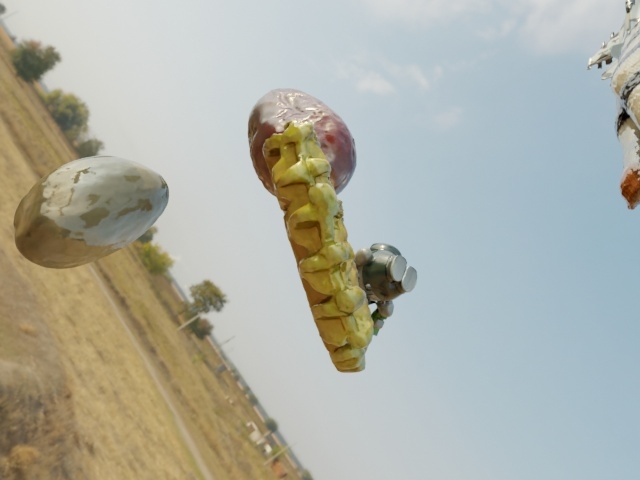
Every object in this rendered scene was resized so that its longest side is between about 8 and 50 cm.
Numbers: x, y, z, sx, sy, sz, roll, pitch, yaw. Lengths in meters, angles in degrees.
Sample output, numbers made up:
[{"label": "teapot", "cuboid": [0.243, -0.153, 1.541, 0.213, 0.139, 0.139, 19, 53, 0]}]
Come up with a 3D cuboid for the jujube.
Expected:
[{"label": "jujube", "cuboid": [-0.053, -0.211, 1.384, 0.318, 0.223, 0.223, 59, -7, 44]}]

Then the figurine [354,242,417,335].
[{"label": "figurine", "cuboid": [0.056, 0.064, 0.968, 0.192, 0.126, 0.147, -9, -38, 47]}]

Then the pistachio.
[{"label": "pistachio", "cuboid": [-0.305, -0.044, 0.845, 0.135, 0.226, 0.136, 20, -55, 31]}]

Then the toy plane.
[{"label": "toy plane", "cuboid": [0.554, -0.364, 1.106, 0.082, 0.234, 0.160, 45, -35, -20]}]

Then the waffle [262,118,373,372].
[{"label": "waffle", "cuboid": [-0.001, 0.001, 0.664, 0.283, 0.065, 0.310, -105, -179, -53]}]

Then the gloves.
[{"label": "gloves", "cuboid": [0.298, -0.111, 0.489, 0.131, 0.140, 0.219, 67, 26, -25]}]
